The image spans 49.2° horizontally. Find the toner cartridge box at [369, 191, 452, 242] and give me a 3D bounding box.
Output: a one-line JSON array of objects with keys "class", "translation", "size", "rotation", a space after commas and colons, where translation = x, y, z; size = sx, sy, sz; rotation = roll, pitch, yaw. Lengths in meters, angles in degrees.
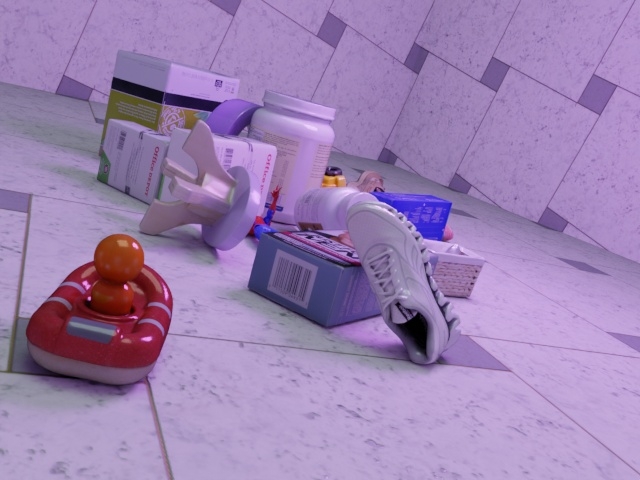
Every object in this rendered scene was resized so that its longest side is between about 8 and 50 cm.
[{"class": "toner cartridge box", "translation": [0.226, -0.038, 1.853], "size": [0.075, 0.165, 0.347], "rotation": [24, 14, 32]}]

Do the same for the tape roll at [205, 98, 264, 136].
[{"class": "tape roll", "translation": [-0.233, -0.261, 2.004], "size": [0.090, 0.275, 0.274], "rotation": [21, 14, 28]}]

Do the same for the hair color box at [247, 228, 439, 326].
[{"class": "hair color box", "translation": [0.056, 0.059, 1.345], "size": [0.185, 0.114, 0.374], "rotation": [23, 14, 31]}]

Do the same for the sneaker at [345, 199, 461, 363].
[{"class": "sneaker", "translation": [0.128, 0.067, 1.140], "size": [0.292, 0.110, 0.118], "rotation": [59, 32, -3]}]

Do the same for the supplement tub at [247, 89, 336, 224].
[{"class": "supplement tub", "translation": [-0.095, -0.228, 1.914], "size": [0.235, 0.325, 0.235], "rotation": [15, 12, -3]}]

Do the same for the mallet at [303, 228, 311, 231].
[{"class": "mallet", "translation": [0.000, 0.000, 1.597], "size": [0.062, 0.039, 0.189], "rotation": [19, -5, 34]}]

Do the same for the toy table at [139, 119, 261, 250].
[{"class": "toy table", "translation": [-0.240, -0.099, 1.429], "size": [0.160, 0.252, 0.274], "rotation": [27, -4, -25]}]

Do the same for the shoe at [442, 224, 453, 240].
[{"class": "shoe", "translation": [0.349, -0.047, 2.287], "size": [0.178, 0.064, 0.081], "rotation": [33, 19, 37]}]

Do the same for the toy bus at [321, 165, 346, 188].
[{"class": "toy bus", "translation": [-0.055, -0.160, 2.130], "size": [0.211, 0.150, 0.220], "rotation": [-8, 26, -32]}]

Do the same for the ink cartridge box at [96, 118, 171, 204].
[{"class": "ink cartridge box", "translation": [-0.437, -0.192, 1.724], "size": [0.219, 0.160, 0.092], "rotation": [24, 15, 31]}]

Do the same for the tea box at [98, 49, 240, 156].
[{"class": "tea box", "translation": [-0.450, -0.373, 2.111], "size": [0.220, 0.324, 0.329], "rotation": [21, 14, 27]}]

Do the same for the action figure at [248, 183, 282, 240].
[{"class": "action figure", "translation": [-0.113, -0.049, 1.571], "size": [0.091, 0.139, 0.280], "rotation": [9, 12, -32]}]

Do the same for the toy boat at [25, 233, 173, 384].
[{"class": "toy boat", "translation": [-0.253, 0.064, 0.852], "size": [0.151, 0.151, 0.231], "rotation": [14, 13, -8]}]

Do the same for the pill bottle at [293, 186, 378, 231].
[{"class": "pill bottle", "translation": [0.043, -0.065, 1.701], "size": [0.131, 0.131, 0.229], "rotation": [8, -1, -31]}]

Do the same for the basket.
[{"class": "basket", "translation": [0.274, 0.063, 1.614], "size": [0.167, 0.103, 0.113], "rotation": [9, 14, -32]}]

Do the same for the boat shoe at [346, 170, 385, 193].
[{"class": "boat shoe", "translation": [0.165, -0.157, 2.435], "size": [0.110, 0.122, 0.341], "rotation": [24, 24, 15]}]

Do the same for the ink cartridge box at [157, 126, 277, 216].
[{"class": "ink cartridge box", "translation": [-0.248, -0.157, 1.711], "size": [0.114, 0.198, 0.273], "rotation": [22, 13, 30]}]
